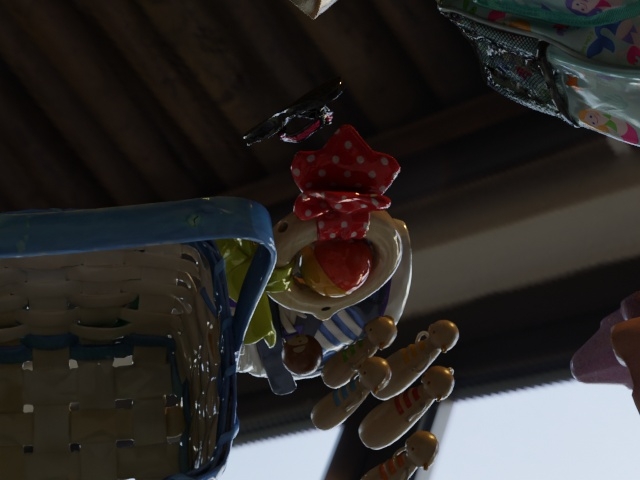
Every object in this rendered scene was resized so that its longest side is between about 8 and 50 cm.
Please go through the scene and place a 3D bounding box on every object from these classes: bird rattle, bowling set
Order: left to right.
[{"bbox_3d":[0.000,0.000,1.398,0.253,0.143,0.207,-44,-43,15],"label":"bird rattle"},{"bbox_3d":[0.063,0.172,1.617,0.200,0.287,0.154,38,-63,-18],"label":"bowling set"}]

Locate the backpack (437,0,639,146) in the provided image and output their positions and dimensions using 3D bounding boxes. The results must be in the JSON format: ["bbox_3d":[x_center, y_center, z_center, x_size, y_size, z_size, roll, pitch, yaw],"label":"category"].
[{"bbox_3d":[0.234,-0.190,0.914,0.253,0.225,0.191,36,-12,41],"label":"backpack"}]

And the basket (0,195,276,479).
[{"bbox_3d":[-0.168,0.065,0.749,0.254,0.201,0.289,-2,-26,-12],"label":"basket"}]

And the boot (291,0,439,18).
[{"bbox_3d":[0.054,-0.240,1.049,0.089,0.269,0.236,-6,-66,39],"label":"boot"}]

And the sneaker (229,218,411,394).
[{"bbox_3d":[-0.031,0.085,1.767,0.236,0.130,0.323,4,-39,-21],"label":"sneaker"}]

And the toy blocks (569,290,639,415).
[{"bbox_3d":[0.204,0.152,0.544,0.260,0.309,0.289,-23,-90,13],"label":"toy blocks"}]

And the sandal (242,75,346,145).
[{"bbox_3d":[-0.020,-0.126,1.330,0.040,0.067,0.179,58,-31,-6],"label":"sandal"}]
